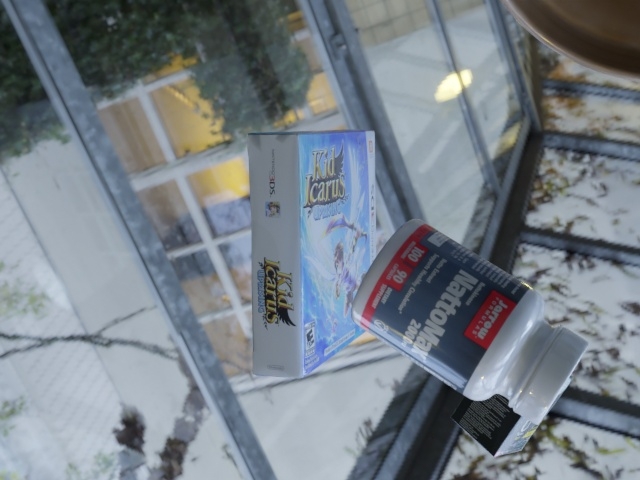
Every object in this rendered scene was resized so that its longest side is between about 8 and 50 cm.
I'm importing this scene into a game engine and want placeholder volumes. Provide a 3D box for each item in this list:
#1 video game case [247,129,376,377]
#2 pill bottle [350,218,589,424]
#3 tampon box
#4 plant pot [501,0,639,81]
[{"bbox_3d":[0.000,0.000,1.039,0.061,0.244,0.269,0,-173,19],"label":"video game case"},{"bbox_3d":[0.126,0.070,0.787,0.180,0.108,0.108,32,-135,16],"label":"pill bottle"},{"bbox_3d":[0.318,0.260,1.552,0.101,0.161,0.120,41,-161,31],"label":"tampon box"},{"bbox_3d":[0.239,-0.230,0.651,0.237,0.237,0.110,1,-127,46],"label":"plant pot"}]
